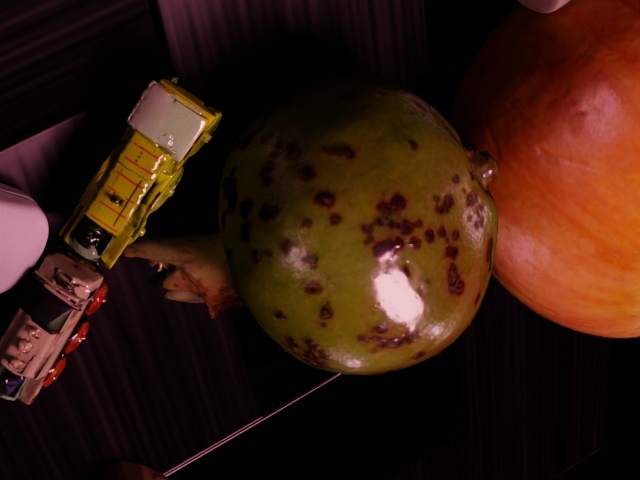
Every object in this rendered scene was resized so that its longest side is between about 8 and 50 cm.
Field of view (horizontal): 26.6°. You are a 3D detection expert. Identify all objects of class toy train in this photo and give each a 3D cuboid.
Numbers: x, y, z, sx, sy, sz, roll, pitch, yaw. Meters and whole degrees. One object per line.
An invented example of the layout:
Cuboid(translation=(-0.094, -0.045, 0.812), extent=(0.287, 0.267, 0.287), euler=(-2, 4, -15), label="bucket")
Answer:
Cuboid(translation=(-0.149, 0.004, 0.884), extent=(0.249, 0.053, 0.085), euler=(-55, 179, 16), label="toy train")

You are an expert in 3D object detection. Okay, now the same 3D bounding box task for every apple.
Cuboid(translation=(0.229, -0.069, 1.014), extent=(0.286, 0.233, 0.286), euler=(-28, 145, -22), label="apple")

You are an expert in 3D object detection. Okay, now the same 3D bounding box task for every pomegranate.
Cuboid(translation=(0.000, 0.000, 0.927), extent=(0.263, 0.211, 0.211), euler=(-22, 144, 14), label="pomegranate")

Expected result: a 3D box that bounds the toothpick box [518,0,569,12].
Cuboid(translation=(0.193, -0.246, 0.916), extent=(0.181, 0.111, 0.111), euler=(-36, 141, -10), label="toothpick box")

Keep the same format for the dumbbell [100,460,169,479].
Cuboid(translation=(-0.201, 0.281, 1.098), extent=(0.231, 0.092, 0.082), euler=(-45, 114, 5), label="dumbbell")

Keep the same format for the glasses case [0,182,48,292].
Cuboid(translation=(-0.250, -0.011, 0.806), extent=(0.197, 0.049, 0.076), euler=(15, 116, -48), label="glasses case")
